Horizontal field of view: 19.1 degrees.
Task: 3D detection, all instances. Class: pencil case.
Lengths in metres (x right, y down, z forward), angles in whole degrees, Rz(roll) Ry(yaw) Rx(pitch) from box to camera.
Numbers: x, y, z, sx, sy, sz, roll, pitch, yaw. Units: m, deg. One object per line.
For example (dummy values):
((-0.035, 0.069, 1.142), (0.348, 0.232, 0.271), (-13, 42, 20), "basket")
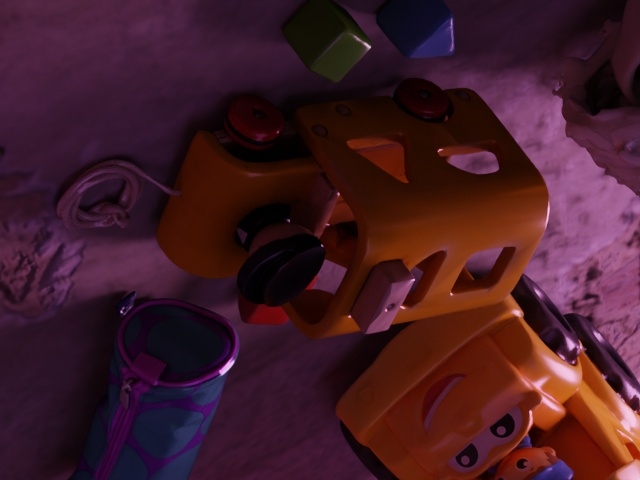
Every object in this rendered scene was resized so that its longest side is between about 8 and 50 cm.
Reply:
((-0.093, 0.098, 0.991), (0.070, 0.064, 0.151), (-28, 151, -41), "pencil case")

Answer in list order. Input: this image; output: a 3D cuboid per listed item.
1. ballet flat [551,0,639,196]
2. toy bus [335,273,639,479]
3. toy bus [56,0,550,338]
((0.258, -0.169, 0.909), (0.147, 0.147, 0.409), (5, 131, -46), "ballet flat")
((0.137, 0.150, 1.139), (0.149, 0.211, 0.220), (-40, 147, 11), "toy bus")
((0.011, -0.005, 0.912), (0.202, 0.104, 0.191), (-37, 148, 3), "toy bus")
